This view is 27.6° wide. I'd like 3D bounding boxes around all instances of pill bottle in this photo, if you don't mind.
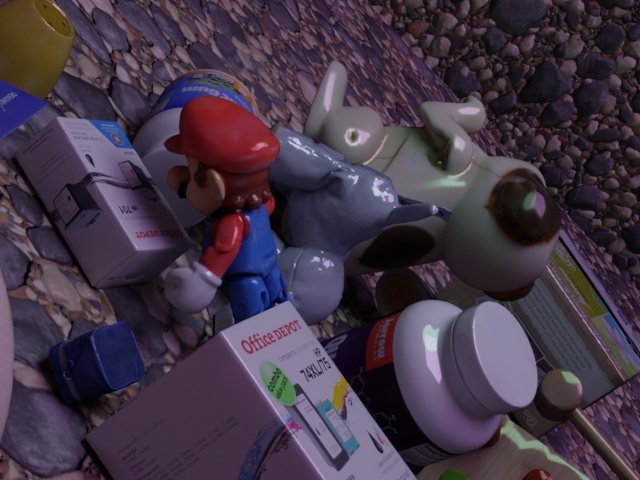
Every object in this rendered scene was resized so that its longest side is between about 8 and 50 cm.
[{"bbox_3d":[0.084,0.181,1.525,0.181,0.323,0.181,31,46,-39],"label":"pill bottle"},{"bbox_3d":[-0.172,-0.122,1.760,0.152,0.152,0.272,47,20,-16],"label":"pill bottle"}]

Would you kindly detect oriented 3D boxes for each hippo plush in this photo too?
[{"bbox_3d":[0.000,0.000,1.783,0.294,0.236,0.234,28,5,14],"label":"hippo plush"}]

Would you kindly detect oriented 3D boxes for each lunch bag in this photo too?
[{"bbox_3d":[-0.234,0.128,1.336,0.098,0.065,0.067,-12,82,-69],"label":"lunch bag"}]

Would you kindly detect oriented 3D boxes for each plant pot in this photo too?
[{"bbox_3d":[-0.366,-0.252,1.635,0.134,0.095,0.134,43,23,-23],"label":"plant pot"}]

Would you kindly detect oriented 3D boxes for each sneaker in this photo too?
[{"bbox_3d":[0.181,0.189,2.071,0.121,0.108,0.302,40,29,-63],"label":"sneaker"}]

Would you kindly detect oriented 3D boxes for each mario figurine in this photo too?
[{"bbox_3d":[-0.122,-0.014,1.560,0.198,0.170,0.320,-143,-139,-73],"label":"mario figurine"}]

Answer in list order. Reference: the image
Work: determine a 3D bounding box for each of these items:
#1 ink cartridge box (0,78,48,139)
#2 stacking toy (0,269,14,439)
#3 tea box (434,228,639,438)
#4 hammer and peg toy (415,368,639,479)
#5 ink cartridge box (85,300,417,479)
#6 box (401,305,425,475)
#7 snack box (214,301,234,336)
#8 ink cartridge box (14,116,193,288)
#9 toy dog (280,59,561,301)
[{"bbox_3d":[-0.437,-0.177,1.219,0.307,0.072,0.303,21,22,0],"label":"ink cartridge box"},{"bbox_3d":[-0.361,0.034,0.961,0.350,0.350,0.480,50,5,-8],"label":"stacking toy"},{"bbox_3d":[0.434,0.171,2.488,0.329,0.220,0.323,57,21,11],"label":"tea box"},{"bbox_3d":[0.261,0.327,1.605,0.266,0.361,0.127,36,-21,22],"label":"hammer and peg toy"},{"bbox_3d":[-0.060,0.236,1.339,0.270,0.197,0.198,54,20,6],"label":"ink cartridge box"},{"bbox_3d":[0.103,0.218,1.788,0.108,0.153,0.207,43,21,-24],"label":"box"},{"bbox_3d":[-0.076,0.153,1.675,0.141,0.037,0.100,42,24,-28],"label":"snack box"},{"bbox_3d":[-0.257,-0.047,1.553,0.190,0.082,0.139,56,20,11],"label":"ink cartridge box"},{"bbox_3d":[0.165,-0.060,1.987,0.408,0.284,0.395,13,42,8],"label":"toy dog"}]
